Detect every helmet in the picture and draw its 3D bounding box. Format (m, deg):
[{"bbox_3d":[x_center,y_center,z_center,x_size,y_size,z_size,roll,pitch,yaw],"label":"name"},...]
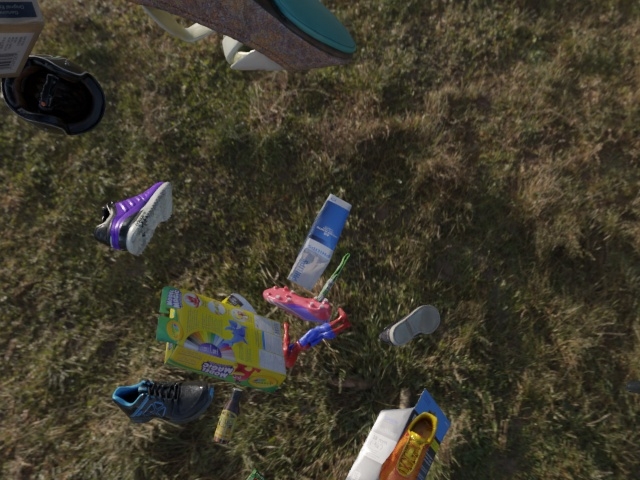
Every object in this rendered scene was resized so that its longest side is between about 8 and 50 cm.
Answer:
[{"bbox_3d":[-0.534,-0.294,1.027,0.169,0.161,0.170,1,96,5],"label":"helmet"}]

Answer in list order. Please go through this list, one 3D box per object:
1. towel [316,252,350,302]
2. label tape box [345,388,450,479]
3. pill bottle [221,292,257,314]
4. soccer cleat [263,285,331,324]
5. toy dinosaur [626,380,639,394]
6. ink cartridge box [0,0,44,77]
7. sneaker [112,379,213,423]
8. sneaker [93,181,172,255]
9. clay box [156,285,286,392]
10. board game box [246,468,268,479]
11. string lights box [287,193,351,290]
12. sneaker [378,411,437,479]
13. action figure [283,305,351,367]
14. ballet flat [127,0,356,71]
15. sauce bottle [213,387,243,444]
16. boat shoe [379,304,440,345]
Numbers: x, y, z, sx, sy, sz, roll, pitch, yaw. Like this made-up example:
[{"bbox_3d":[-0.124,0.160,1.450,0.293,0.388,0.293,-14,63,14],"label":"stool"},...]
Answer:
[{"bbox_3d":[0.038,0.116,1.574,0.023,0.152,0.113,30,43,2],"label":"towel"},{"bbox_3d":[0.242,0.628,1.509,0.105,0.241,0.334,8,53,43],"label":"label tape box"},{"bbox_3d":[-0.274,0.247,1.342,0.117,0.117,0.215,43,64,16],"label":"pill bottle"},{"bbox_3d":[-0.081,0.220,1.672,0.247,0.083,0.095,11,118,21],"label":"soccer cleat"},{"bbox_3d":[0.322,0.088,0.282,0.164,0.218,0.322,1,59,-20],"label":"toy dinosaur"},{"bbox_3d":[-0.562,-0.324,0.780,0.193,0.234,0.088,-23,99,-38],"label":"ink cartridge box"},{"bbox_3d":[-0.506,0.509,1.615,0.340,0.140,0.125,-15,43,15],"label":"sneaker"},{"bbox_3d":[-0.489,-0.078,1.314,0.146,0.102,0.293,8,33,3],"label":"sneaker"},{"bbox_3d":[-0.167,0.162,0.834,0.053,0.222,0.127,-54,28,26],"label":"clay box"},{"bbox_3d":[-0.163,0.617,1.034,0.136,0.030,0.260,36,92,6],"label":"board game box"},{"bbox_3d":[0.000,0.000,1.405,0.076,0.133,0.260,28,41,-4],"label":"string lights box"},{"bbox_3d":[0.145,0.360,0.849,0.064,0.068,0.175,22,43,18],"label":"sneaker"},{"bbox_3d":[-0.058,0.289,1.568,0.280,0.092,0.139,-35,48,-11],"label":"action figure"},{"bbox_3d":[-0.088,-0.237,0.520,0.106,0.316,0.108,-34,64,30],"label":"ballet flat"},{"bbox_3d":[-0.221,0.422,1.220,0.042,0.042,0.128,13,80,10],"label":"sauce bottle"},{"bbox_3d":[0.232,0.219,1.309,0.206,0.065,0.075,-16,89,-41],"label":"boat shoe"}]
